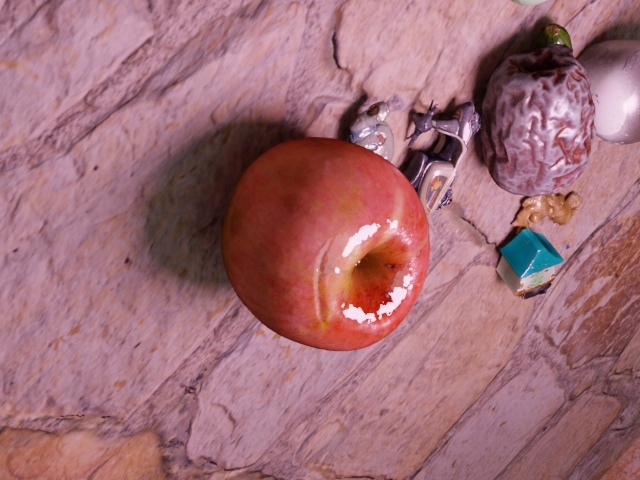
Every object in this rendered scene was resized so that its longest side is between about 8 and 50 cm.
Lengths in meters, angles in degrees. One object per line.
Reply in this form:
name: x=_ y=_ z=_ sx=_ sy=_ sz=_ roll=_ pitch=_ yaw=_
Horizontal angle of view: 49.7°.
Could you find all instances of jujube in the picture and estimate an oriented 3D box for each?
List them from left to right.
jujube: x=0.446 y=-0.235 z=1.417 sx=0.226 sy=0.226 sz=0.317 roll=-26 pitch=135 yaw=-17

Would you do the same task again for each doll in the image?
doll: x=0.093 y=-0.168 z=1.328 sx=0.103 sy=0.071 sz=0.214 roll=-12 pitch=132 yaw=-19

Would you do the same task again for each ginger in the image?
ginger: x=0.571 y=-0.074 z=1.731 sx=0.193 sy=0.052 sz=0.176 roll=-44 pitch=140 yaw=1

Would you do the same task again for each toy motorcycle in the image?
toy motorcycle: x=0.226 y=-0.168 z=1.405 sx=0.157 sy=0.091 sz=0.263 roll=12 pitch=112 yaw=-36

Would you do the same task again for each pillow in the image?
pillow: x=0.583 y=0.098 z=1.861 sx=0.091 sy=0.055 sz=0.135 roll=-8 pitch=129 yaw=10

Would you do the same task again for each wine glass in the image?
wine glass: x=0.697 y=-0.301 z=1.470 sx=0.238 sy=0.323 sz=0.238 roll=-20 pitch=131 yaw=-24

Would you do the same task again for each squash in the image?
squash: x=0.501 y=-0.363 z=1.462 sx=0.068 sy=0.077 sz=0.219 roll=-22 pitch=130 yaw=6

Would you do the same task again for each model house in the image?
model house: x=0.522 y=0.047 z=1.722 sx=0.127 sy=0.100 sz=0.149 roll=-21 pitch=143 yaw=-12

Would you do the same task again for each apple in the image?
apple: x=0.000 y=0.000 z=1.208 sx=0.364 sy=0.364 sz=0.364 roll=-18 pitch=129 yaw=-23

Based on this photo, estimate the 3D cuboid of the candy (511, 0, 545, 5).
candy: x=0.445 y=-0.638 z=1.231 sx=0.119 sy=0.119 sz=0.440 roll=12 pitch=106 yaw=-39
